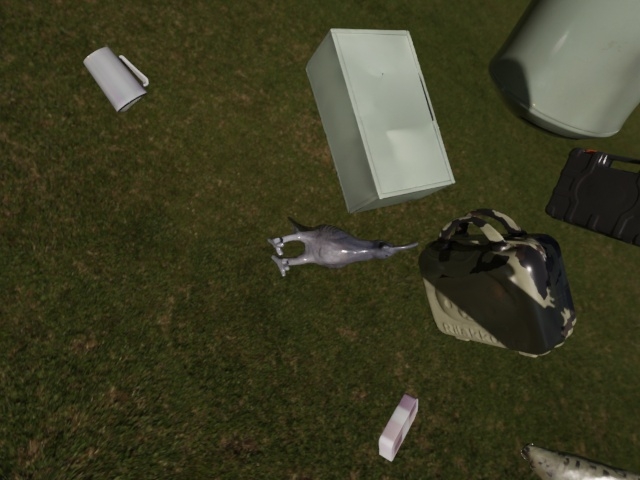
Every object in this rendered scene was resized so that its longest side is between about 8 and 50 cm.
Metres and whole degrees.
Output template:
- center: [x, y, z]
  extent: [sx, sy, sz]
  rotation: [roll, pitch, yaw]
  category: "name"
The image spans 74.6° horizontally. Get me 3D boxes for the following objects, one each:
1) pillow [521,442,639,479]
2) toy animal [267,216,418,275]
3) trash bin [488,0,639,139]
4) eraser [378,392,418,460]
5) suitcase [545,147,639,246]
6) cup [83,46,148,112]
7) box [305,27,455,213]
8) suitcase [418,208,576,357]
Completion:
- center: [0.577, 0.530, 0.940]
  extent: [0.241, 0.051, 0.093]
  rotation: [10, 83, 16]
  category: "pillow"
- center: [-0.014, 0.010, 0.847]
  extent: [0.206, 0.367, 0.081]
  rotation: [-16, 108, -41]
  category: "toy animal"
- center: [0.501, -0.389, 0.728]
  extent: [0.281, 0.432, 0.280]
  rotation: [10, 48, -11]
  category: "trash bin"
- center: [0.138, 0.325, 0.737]
  extent: [0.026, 0.065, 0.105]
  rotation: [18, 47, 31]
  category: "eraser"
- center: [0.751, -0.117, 1.084]
  extent: [0.066, 0.206, 0.285]
  rotation: [9, 16, -31]
  category: "suitcase"
- center: [-0.416, -0.339, 0.879]
  extent: [0.116, 0.074, 0.104]
  rotation: [56, 46, -20]
  category: "cup"
- center: [0.080, -0.163, 0.581]
  extent: [0.130, 0.086, 0.225]
  rotation: [-13, 85, -27]
  category: "box"
- center: [0.403, 0.093, 1.031]
  extent: [0.194, 0.352, 0.339]
  rotation: [-26, 104, -32]
  category: "suitcase"
